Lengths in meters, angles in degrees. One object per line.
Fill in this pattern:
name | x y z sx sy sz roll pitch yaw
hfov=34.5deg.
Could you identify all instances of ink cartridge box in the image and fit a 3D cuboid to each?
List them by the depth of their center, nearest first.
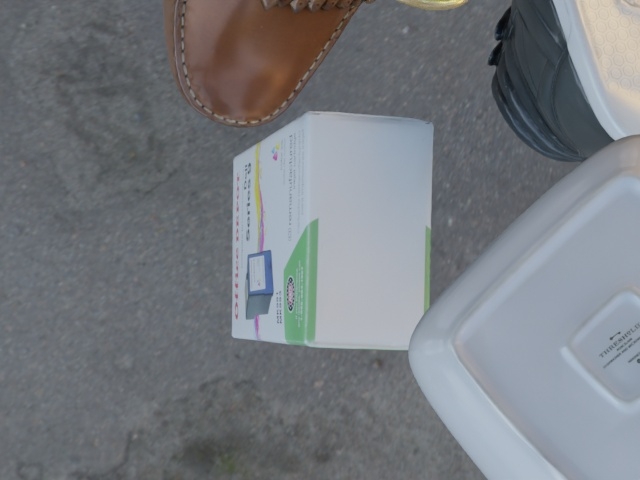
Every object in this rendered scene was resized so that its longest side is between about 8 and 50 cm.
ink cartridge box | 0.000 0.000 0.761 0.093 0.212 0.154 2 86 -16

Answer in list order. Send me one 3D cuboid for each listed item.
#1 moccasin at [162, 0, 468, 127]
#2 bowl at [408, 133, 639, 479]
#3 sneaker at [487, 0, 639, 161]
moccasin | 0.022 -0.202 0.540 0.139 0.147 0.380 15 130 -32
bowl | 0.110 0.040 0.359 0.142 0.053 0.142 -43 65 5
sneaker | 0.148 -0.182 0.667 0.105 0.147 0.295 -12 83 -15
